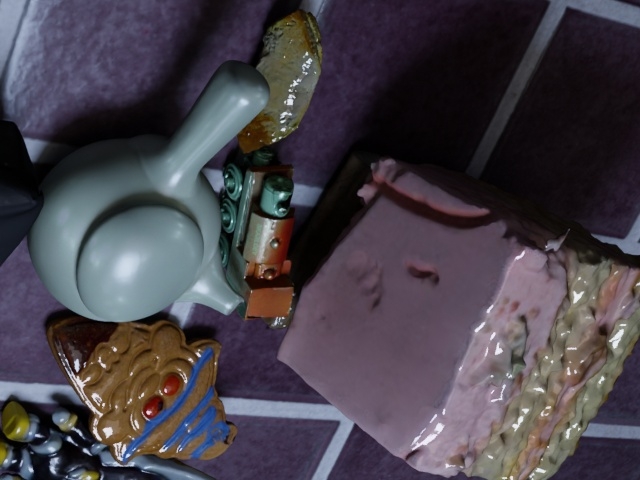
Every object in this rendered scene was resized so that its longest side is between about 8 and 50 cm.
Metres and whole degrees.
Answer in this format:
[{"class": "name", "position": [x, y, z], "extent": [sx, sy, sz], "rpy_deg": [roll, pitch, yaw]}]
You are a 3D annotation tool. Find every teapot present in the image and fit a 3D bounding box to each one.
[{"class": "teapot", "position": [-0.183, -0.047, 1.429], "extent": [0.220, 0.149, 0.318], "rpy_deg": [-9, 128, -24]}]

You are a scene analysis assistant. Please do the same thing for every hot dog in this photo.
[{"class": "hot dog", "position": [-0.038, -0.167, 1.474], "extent": [0.169, 0.078, 0.061], "rpy_deg": [-63, 167, 23]}]

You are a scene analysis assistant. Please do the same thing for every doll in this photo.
[{"class": "doll", "position": [-0.261, 0.295, 1.673], "extent": [0.316, 0.103, 0.145], "rpy_deg": [33, 84, -32]}]

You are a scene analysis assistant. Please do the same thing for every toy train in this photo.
[{"class": "toy train", "position": [-0.065, -0.011, 1.542], "extent": [0.074, 0.118, 0.176], "rpy_deg": [-5, 127, -29]}]

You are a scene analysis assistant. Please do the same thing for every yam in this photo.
[{"class": "yam", "position": [0.000, 0.000, 1.632], "extent": [0.056, 0.057, 0.241], "rpy_deg": [17, 112, -36]}]

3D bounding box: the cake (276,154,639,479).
[{"class": "cake", "position": [0.164, 0.090, 1.563], "extent": [0.306, 0.293, 0.314], "rpy_deg": [11, 105, -48]}]

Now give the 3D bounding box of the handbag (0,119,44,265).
[{"class": "handbag", "position": [-0.455, -0.010, 1.320], "extent": [0.342, 0.152, 0.288], "rpy_deg": [13, 128, -31]}]

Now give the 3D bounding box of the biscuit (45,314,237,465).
[{"class": "biscuit", "position": [-0.201, 0.168, 1.618], "extent": [0.280, 0.043, 0.183], "rpy_deg": [41, 72, -32]}]
